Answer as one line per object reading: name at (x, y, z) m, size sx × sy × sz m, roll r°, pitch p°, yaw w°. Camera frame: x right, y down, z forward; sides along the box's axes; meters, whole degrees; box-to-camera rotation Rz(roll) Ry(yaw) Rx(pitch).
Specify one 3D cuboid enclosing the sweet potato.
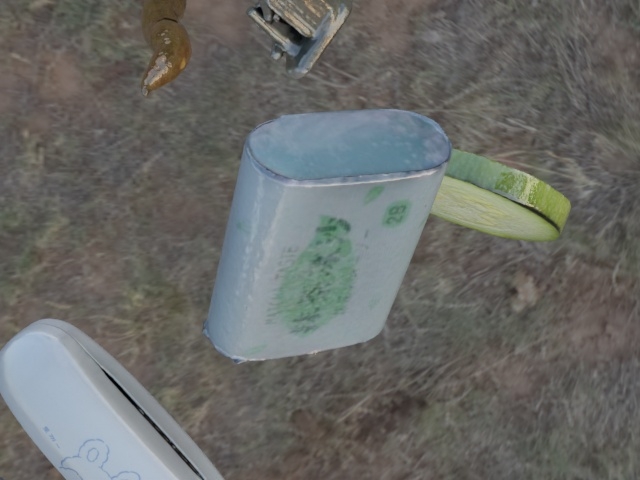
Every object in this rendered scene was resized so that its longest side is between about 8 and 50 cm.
sweet potato at (-0.210, -0.278, 1.644) m, size 0.067 × 0.281 × 0.059 m, roll 2°, pitch 122°, yaw -10°

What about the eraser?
eraser at (0.000, 0.000, 1.021) m, size 0.227 × 0.174 × 0.081 m, roll 108°, pitch 146°, yaw -47°

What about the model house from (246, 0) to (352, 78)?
model house at (-0.037, -0.365, 1.669) m, size 0.122 × 0.188 × 0.229 m, roll -17°, pitch 49°, yaw 29°

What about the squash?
squash at (0.179, -0.063, 1.469) m, size 0.252 × 0.252 × 0.049 m, roll 19°, pitch 82°, yaw 13°

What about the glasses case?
glasses case at (-0.149, 0.157, 0.906) m, size 0.092 × 0.059 × 0.233 m, roll -39°, pitch 95°, yaw 33°

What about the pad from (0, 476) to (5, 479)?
pad at (-0.156, 0.062, 0.353) m, size 0.116 × 0.004 × 0.193 m, roll -28°, pitch 119°, yaw 36°
